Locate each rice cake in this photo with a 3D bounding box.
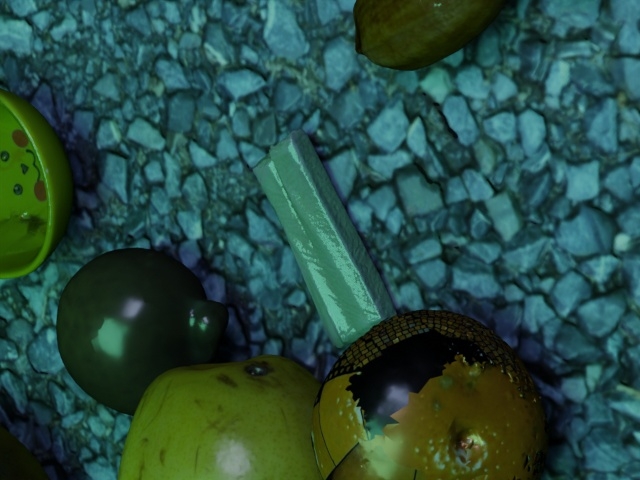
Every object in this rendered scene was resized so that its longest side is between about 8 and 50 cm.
[{"bbox_3d":[0.000,-0.001,1.768,0.080,0.042,0.222,-27,88,42],"label":"rice cake"}]

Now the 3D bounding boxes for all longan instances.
[{"bbox_3d":[-0.189,0.098,1.862,0.204,0.159,0.185,-9,98,28],"label":"longan"}]

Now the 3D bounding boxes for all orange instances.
[{"bbox_3d":[0.105,0.183,1.636,0.182,0.234,0.234,-162,61,-66],"label":"orange"}]

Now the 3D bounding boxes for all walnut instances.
[{"bbox_3d":[0.098,-0.224,1.593,0.207,0.116,0.116,-36,82,45],"label":"walnut"}]

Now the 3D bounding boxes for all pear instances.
[{"bbox_3d":[-0.076,0.251,1.755,0.280,0.280,0.281,11,110,33],"label":"pear"}]

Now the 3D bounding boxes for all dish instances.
[{"bbox_3d":[-0.374,-0.065,1.975,0.262,0.108,0.221,-18,93,36],"label":"dish"}]

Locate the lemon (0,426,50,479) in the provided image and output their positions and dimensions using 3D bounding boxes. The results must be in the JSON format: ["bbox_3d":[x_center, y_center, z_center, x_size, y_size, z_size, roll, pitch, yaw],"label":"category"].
[{"bbox_3d":[-0.452,0.347,2.053,0.297,0.297,0.297,11,110,33],"label":"lemon"}]
